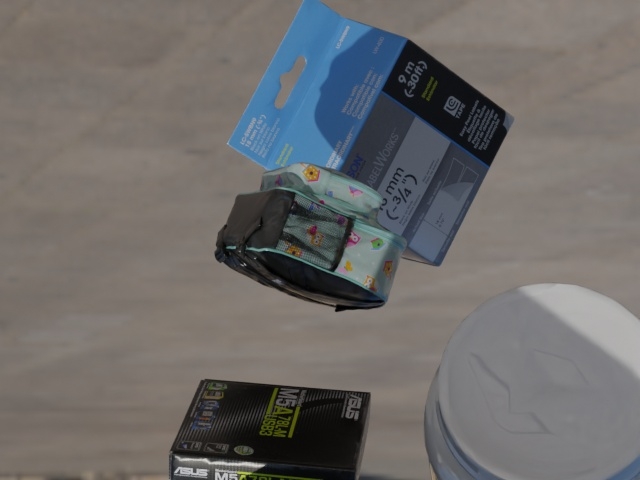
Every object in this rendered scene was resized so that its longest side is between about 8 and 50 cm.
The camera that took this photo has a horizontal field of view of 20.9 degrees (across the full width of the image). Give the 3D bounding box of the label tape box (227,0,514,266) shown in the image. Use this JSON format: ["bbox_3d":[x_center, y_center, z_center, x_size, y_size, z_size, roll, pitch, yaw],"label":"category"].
[{"bbox_3d":[0.074,-0.145,2.338,0.333,0.241,0.106,32,171,-33],"label":"label tape box"}]

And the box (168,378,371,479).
[{"bbox_3d":[-0.047,0.200,1.755,0.184,0.045,0.191,3,-161,6],"label":"box"}]

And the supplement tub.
[{"bbox_3d":[0.223,0.205,1.668,0.241,0.241,0.331,-2,151,7],"label":"supplement tub"}]

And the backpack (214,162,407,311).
[{"bbox_3d":[0.000,0.000,1.938,0.188,0.144,0.166,30,163,-19],"label":"backpack"}]
